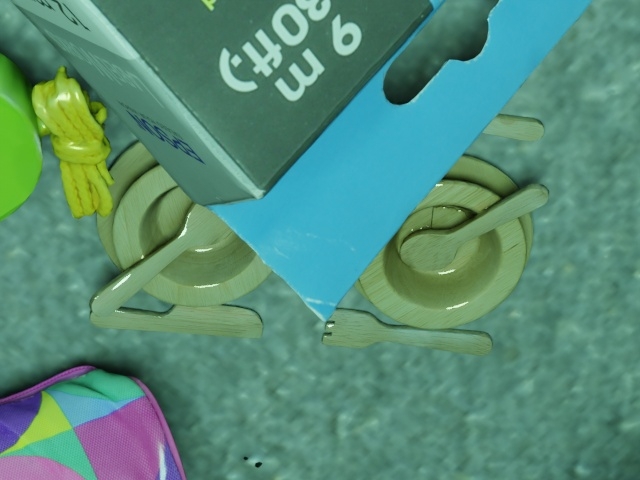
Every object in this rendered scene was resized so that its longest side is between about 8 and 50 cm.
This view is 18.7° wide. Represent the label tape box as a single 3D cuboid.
[{"bbox_3d":[0.005,-0.153,0.637,0.249,0.115,0.348,-48,123,-9],"label":"label tape box"}]

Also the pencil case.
[{"bbox_3d":[-0.174,0.127,0.823,0.236,0.104,0.104,-17,124,-24],"label":"pencil case"}]

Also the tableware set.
[{"bbox_3d":[0.000,0.000,0.842,0.194,0.039,0.128,5,120,-8],"label":"tableware set"}]

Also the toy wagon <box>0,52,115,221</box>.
[{"bbox_3d":[-0.252,-0.023,0.769,0.344,0.068,0.267,-10,133,0],"label":"toy wagon"}]
